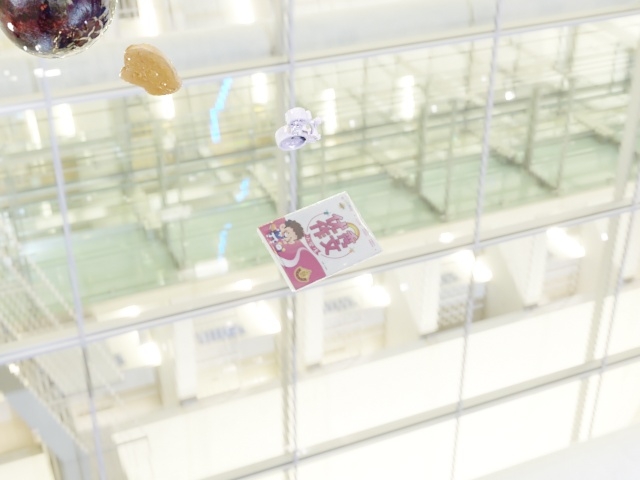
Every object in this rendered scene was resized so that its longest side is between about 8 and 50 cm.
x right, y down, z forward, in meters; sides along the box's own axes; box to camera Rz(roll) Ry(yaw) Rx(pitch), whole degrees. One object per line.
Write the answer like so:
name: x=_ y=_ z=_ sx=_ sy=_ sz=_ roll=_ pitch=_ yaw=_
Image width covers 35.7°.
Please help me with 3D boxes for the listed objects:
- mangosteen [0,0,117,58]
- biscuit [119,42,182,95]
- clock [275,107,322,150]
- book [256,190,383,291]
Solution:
mangosteen: x=-0.580 y=-0.533 z=2.124 sx=0.288 sy=0.288 sz=0.288 roll=167 pitch=-90 yaw=-69
biscuit: x=-0.350 y=-0.343 z=1.999 sx=0.140 sy=0.118 sz=0.023 roll=63 pitch=28 yaw=-51
clock: x=-0.041 y=-0.221 z=1.956 sx=0.129 sy=0.087 sz=0.041 roll=111 pitch=-33 yaw=-65
book: x=0.000 y=0.000 z=2.115 sx=0.162 sy=0.231 sz=0.022 roll=60 pitch=-27 yaw=15
